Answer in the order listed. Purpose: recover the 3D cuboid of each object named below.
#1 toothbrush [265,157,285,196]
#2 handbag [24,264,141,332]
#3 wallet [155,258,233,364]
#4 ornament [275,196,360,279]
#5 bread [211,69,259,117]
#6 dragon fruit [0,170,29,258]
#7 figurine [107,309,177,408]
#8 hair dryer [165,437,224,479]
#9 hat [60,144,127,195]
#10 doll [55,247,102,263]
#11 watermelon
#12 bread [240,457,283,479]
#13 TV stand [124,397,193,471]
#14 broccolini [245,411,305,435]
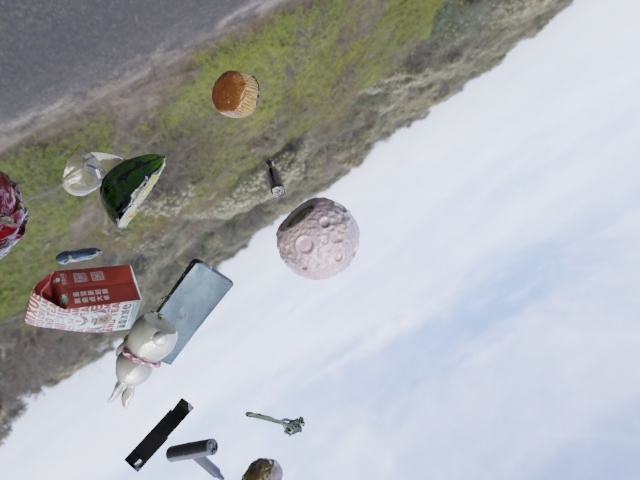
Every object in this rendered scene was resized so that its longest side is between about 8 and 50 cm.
[{"bbox_3d":[-0.134,-0.188,1.580,0.041,0.041,0.364,-36,-159,5],"label":"toothbrush"},{"bbox_3d":[-0.694,0.185,1.609,0.298,0.151,0.171,-6,143,-35],"label":"handbag"},{"bbox_3d":[-0.475,0.251,1.902,0.379,0.191,0.046,-52,-137,0],"label":"wallet"},{"bbox_3d":[0.000,0.000,1.687,0.259,0.225,0.259,-34,-160,14],"label":"ornament"},{"bbox_3d":[-0.347,-0.589,2.213,0.199,0.199,0.104,-32,162,33],"label":"bread"},{"bbox_3d":[-0.976,-0.069,1.507,0.329,0.329,0.329,-36,-173,5],"label":"dragon fruit"},{"bbox_3d":[-0.494,0.316,1.478,0.235,0.127,0.155,-56,-138,4],"label":"figurine"},{"bbox_3d":[-0.313,0.630,1.560,0.173,0.195,0.050,-22,-145,34],"label":"hair dryer"},{"bbox_3d":[-0.663,-0.181,1.649,0.166,0.173,0.144,111,-4,-46],"label":"hat"},{"bbox_3d":[-0.511,0.032,1.162,0.125,0.027,0.037,-6,-164,27],"label":"doll"},{"bbox_3d":[-0.541,-0.136,1.559,0.301,0.123,0.129,-44,168,33],"label":"watermelon"},{"bbox_3d":[-0.228,0.906,2.018,0.123,0.229,0.230,14,-151,18],"label":"bread"},{"bbox_3d":[-0.525,0.633,1.804,0.049,0.040,0.256,17,-125,43],"label":"TV stand"},{"bbox_3d":[-0.161,0.629,1.925,0.058,0.254,0.071,-27,-134,42],"label":"broccolini"}]
